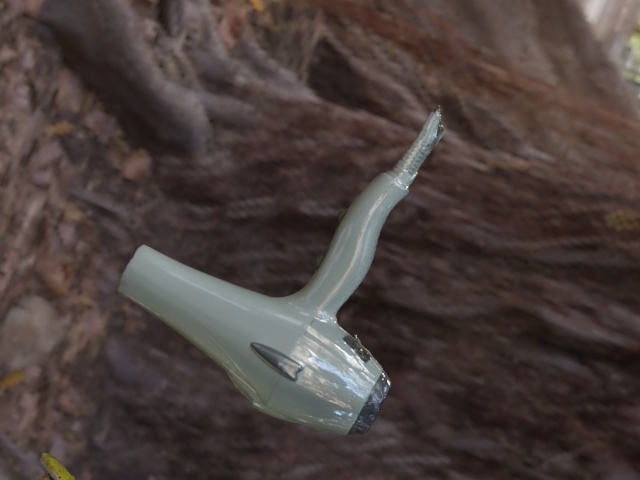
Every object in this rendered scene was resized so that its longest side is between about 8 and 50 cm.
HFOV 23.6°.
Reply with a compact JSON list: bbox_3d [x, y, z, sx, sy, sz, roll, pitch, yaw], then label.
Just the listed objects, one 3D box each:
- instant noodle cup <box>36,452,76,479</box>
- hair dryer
[{"bbox_3d":[-0.190,0.347,1.043,0.254,0.325,0.325,-36,162,-13],"label":"instant noodle cup"},{"bbox_3d":[-0.038,0.005,1.208,0.092,0.229,0.267,-9,110,-85],"label":"hair dryer"}]
